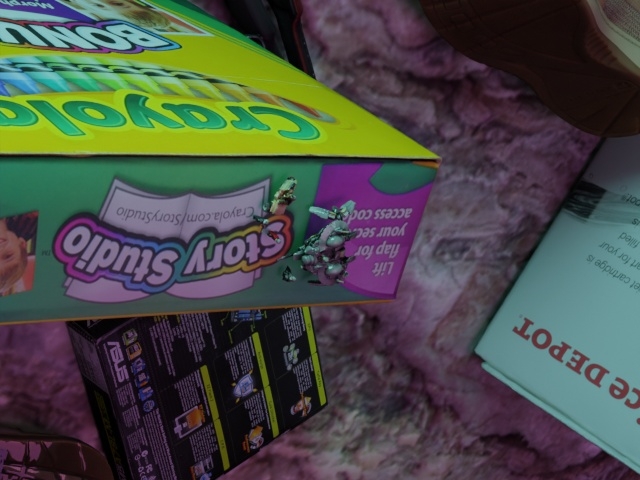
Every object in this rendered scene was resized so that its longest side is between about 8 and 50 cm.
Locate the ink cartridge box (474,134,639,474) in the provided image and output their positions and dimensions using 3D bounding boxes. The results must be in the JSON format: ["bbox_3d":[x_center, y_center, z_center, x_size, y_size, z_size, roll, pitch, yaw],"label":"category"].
[{"bbox_3d":[0.362,0.020,1.627,0.166,0.285,0.395,30,93,-49],"label":"ink cartridge box"}]

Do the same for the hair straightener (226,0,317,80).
[{"bbox_3d":[-0.050,-0.131,1.336,0.089,0.047,0.230,-37,139,-20],"label":"hair straightener"}]

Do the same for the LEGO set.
[{"bbox_3d":[-0.002,0.002,0.998,0.083,0.023,0.054,20,101,-48],"label":"LEGO set"}]

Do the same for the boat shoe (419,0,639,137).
[{"bbox_3d":[0.173,-0.192,1.464,0.341,0.121,0.110,35,52,-51],"label":"boat shoe"}]

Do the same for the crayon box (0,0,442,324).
[{"bbox_3d":[-0.170,-0.069,1.052,0.363,0.313,0.106,-2,116,-43],"label":"crayon box"}]

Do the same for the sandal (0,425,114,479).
[{"bbox_3d":[-0.227,0.162,1.349,0.180,0.049,0.072,14,99,-32],"label":"sandal"}]

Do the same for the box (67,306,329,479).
[{"bbox_3d":[-0.087,0.094,1.436,0.184,0.045,0.191,-34,133,-27],"label":"box"}]
